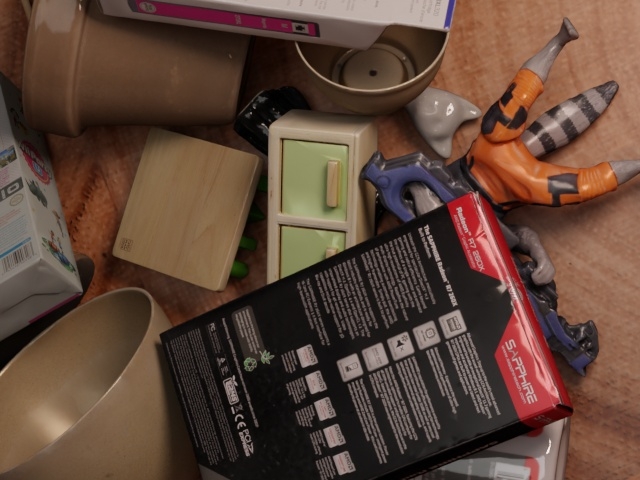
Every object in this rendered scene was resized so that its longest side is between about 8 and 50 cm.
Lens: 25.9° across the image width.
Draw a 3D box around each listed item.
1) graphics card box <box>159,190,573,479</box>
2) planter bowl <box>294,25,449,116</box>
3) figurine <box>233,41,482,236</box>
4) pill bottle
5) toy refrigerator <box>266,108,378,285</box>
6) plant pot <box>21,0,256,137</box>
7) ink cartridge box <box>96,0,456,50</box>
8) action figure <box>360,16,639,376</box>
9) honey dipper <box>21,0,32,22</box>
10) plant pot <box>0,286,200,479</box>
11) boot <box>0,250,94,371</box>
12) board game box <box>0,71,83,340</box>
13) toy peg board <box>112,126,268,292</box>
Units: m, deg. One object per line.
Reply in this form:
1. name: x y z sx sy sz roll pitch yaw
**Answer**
1. graphics card box: 0.040 0.133 1.399 0.371 0.094 0.232 -25 71 14
2. planter bowl: 0.056 -0.199 1.480 0.162 0.109 0.162 -2 65 3
3. figurine: 0.048 -0.136 1.590 0.209 0.092 0.215 43 95 6
4. pill bottle: 0.117 0.226 1.496 0.283 0.161 0.161 7 87 15
5. toy refrigerator: 0.000 0.000 1.530 0.102 0.094 0.269 7 109 15
6. plant pot: -0.193 -0.229 1.588 0.229 0.263 0.263 12 88 -2
7. ink cartridge box: -0.036 -0.296 1.436 0.371 0.069 0.175 8 65 10
8. action figure: 0.219 -0.028 1.525 0.330 0.178 0.341 -36 107 15
9. honey dipper: -0.353 -0.258 1.724 0.030 0.030 0.160 -24 78 11
10. plant pot: -0.239 0.217 1.558 0.284 0.284 0.191 -36 114 9
11. boot: -0.401 0.103 1.673 0.305 0.112 0.115 -44 66 9
12. board game box: -0.418 -0.023 1.628 0.224 0.097 0.303 -29 55 11
13. toy peg board: -0.140 -0.033 1.637 0.161 0.079 0.161 17 89 31
